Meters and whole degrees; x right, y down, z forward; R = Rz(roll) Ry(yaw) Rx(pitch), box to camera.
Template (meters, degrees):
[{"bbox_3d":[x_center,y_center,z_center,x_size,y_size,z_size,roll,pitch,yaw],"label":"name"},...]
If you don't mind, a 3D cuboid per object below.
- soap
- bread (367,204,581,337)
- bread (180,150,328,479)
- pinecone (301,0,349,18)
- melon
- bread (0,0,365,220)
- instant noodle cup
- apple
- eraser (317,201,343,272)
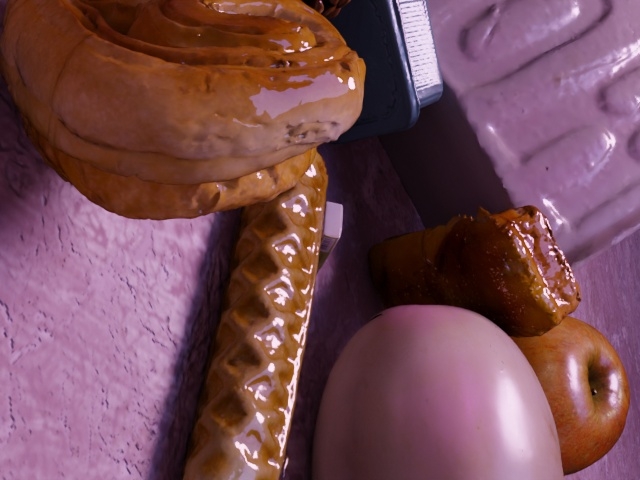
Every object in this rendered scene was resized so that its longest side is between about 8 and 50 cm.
[{"bbox_3d":[0.238,-0.190,1.059,0.435,0.350,0.213,61,-12,7],"label":"soap"},{"bbox_3d":[0.141,0.037,0.967,0.077,0.271,0.139,-30,97,-26],"label":"bread"},{"bbox_3d":[-0.048,0.063,0.765,0.084,0.077,0.367,48,40,-40],"label":"bread"},{"bbox_3d":[-0.033,-0.267,0.811,0.212,0.168,0.185,-54,170,-50],"label":"pinecone"},{"bbox_3d":[0.103,0.214,0.842,0.223,0.223,0.317,27,58,-58],"label":"melon"},{"bbox_3d":[-0.091,-0.103,0.587,0.198,0.236,0.120,-14,126,-27],"label":"bread"},{"bbox_3d":[0.051,-0.183,0.946,0.070,0.179,0.157,-17,97,-31],"label":"instant noodle cup"},{"bbox_3d":[0.306,0.217,1.305,0.237,0.207,0.237,21,58,-38],"label":"apple"},{"bbox_3d":[0.000,0.000,0.890,0.083,0.019,0.038,119,-23,-58],"label":"eraser"}]
